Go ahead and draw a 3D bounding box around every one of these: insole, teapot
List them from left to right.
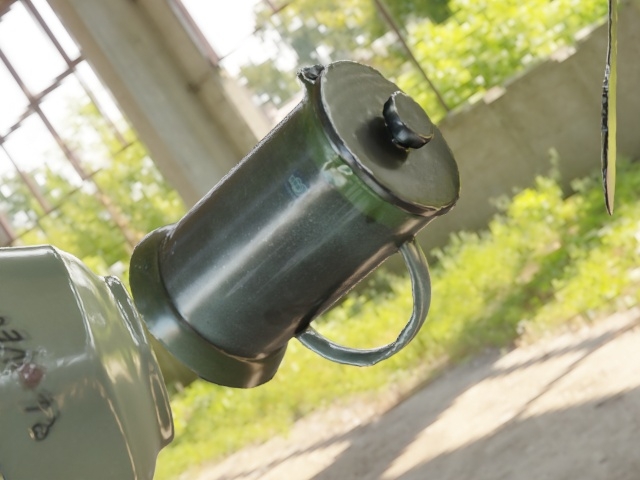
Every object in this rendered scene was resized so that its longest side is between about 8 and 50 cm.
[{"bbox_3d":[0.000,0.000,1.385,0.337,0.270,0.200,-43,-6,32],"label":"teapot"},{"bbox_3d":[0.317,-0.171,1.519,0.009,0.119,0.348,-2,55,16],"label":"insole"}]

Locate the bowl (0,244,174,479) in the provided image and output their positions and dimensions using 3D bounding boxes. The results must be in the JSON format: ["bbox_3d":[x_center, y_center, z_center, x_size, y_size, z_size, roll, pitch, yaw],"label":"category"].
[{"bbox_3d":[-0.163,0.093,0.878,0.112,0.211,0.211,-18,-2,-17],"label":"bowl"}]
